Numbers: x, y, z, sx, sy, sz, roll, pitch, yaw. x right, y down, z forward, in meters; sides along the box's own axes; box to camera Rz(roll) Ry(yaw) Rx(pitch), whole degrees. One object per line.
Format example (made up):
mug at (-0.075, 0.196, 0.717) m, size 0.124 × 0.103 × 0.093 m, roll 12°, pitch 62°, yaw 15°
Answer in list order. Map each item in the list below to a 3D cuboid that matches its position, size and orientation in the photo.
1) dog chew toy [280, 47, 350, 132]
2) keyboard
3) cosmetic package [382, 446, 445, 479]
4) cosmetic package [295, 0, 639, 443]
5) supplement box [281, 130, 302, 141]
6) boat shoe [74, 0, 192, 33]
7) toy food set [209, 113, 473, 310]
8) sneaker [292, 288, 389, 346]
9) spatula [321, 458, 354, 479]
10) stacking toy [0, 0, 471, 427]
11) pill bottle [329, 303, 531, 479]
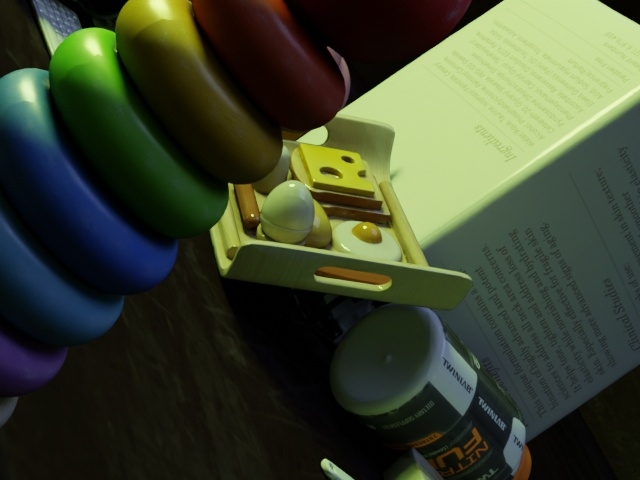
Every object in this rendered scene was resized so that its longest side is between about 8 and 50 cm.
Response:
dog chew toy at (-0.064, -0.260, 1.744) m, size 0.332 × 0.206 × 0.207 m, roll 53°, pitch 8°, yaw -48°
keyboard at (-0.204, -0.134, 1.187) m, size 0.072 × 0.014 × 0.256 m, roll 43°, pitch 15°, yaw -50°
cosmetic package at (0.093, 0.235, 1.260) m, size 0.060 × 0.041 × 0.115 m, roll 46°, pitch 3°, yaw -7°
cosmetic package at (0.239, -0.038, 1.610) m, size 0.329 × 0.393 × 0.327 m, roll 58°, pitch -3°, yaw -35°
supplement box at (-0.052, -0.184, 1.928) m, size 0.036 × 0.062 × 0.098 m, roll 44°, pitch 15°, yaw -44°
boat shoe at (-0.209, -0.241, 1.329) m, size 0.319 × 0.116 × 0.099 m, roll 48°, pitch 44°, yaw -63°
toy food set at (0.004, -0.050, 1.331) m, size 0.219 × 0.092 × 0.306 m, roll 9°, pitch 30°, yaw -17°
sneaker at (0.030, 0.071, 1.469) m, size 0.234 × 0.078 × 0.106 m, roll 55°, pitch 6°, yaw -22°
spatula at (0.086, 0.284, 1.191) m, size 0.242 × 0.019 × 0.168 m, roll 45°, pitch 15°, yaw -48°
stacking toy at (-0.072, -0.049, 0.612) m, size 0.141 × 0.330 × 0.141 m, roll 53°, pitch 11°, yaw -14°
pill bottle at (0.123, 0.176, 1.389) m, size 0.246 × 0.130 × 0.130 m, roll 47°, pitch 13°, yaw -40°
